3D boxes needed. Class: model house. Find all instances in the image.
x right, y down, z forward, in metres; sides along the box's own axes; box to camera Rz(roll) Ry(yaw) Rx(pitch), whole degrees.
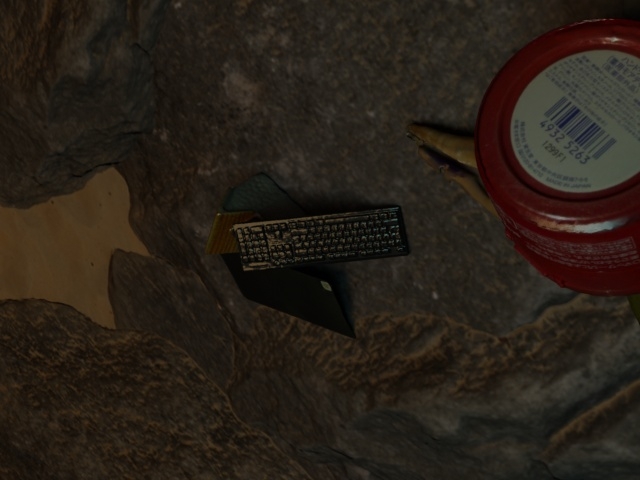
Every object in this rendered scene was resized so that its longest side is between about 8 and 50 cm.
[{"bbox_3d":[-0.083,-0.010,1.873,0.100,0.100,0.088,41,138,17],"label":"model house"}]

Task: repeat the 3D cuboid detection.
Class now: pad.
[{"bbox_3d":[-0.046,0.063,1.931,0.193,0.004,0.116,17,147,37],"label":"pad"}]

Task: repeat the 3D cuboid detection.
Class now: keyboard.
[{"bbox_3d":[0.000,0.000,1.789,0.202,0.011,0.067,-6,113,14],"label":"keyboard"}]

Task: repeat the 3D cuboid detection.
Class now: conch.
[{"bbox_3d":[0.204,-0.075,1.560,0.330,0.093,0.109,35,159,54],"label":"conch"}]

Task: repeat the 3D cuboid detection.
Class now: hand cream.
[{"bbox_3d":[0.255,-0.074,1.362,0.230,0.230,0.149,27,170,31],"label":"hand cream"}]

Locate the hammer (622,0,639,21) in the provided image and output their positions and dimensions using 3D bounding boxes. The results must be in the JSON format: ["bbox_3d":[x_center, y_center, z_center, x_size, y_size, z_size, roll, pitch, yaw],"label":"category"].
[{"bbox_3d":[0.282,-0.350,1.318,0.152,0.044,0.427,15,126,40],"label":"hammer"}]

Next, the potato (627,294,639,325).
[{"bbox_3d":[0.387,0.075,1.426,0.248,0.143,0.169,48,145,24],"label":"potato"}]
